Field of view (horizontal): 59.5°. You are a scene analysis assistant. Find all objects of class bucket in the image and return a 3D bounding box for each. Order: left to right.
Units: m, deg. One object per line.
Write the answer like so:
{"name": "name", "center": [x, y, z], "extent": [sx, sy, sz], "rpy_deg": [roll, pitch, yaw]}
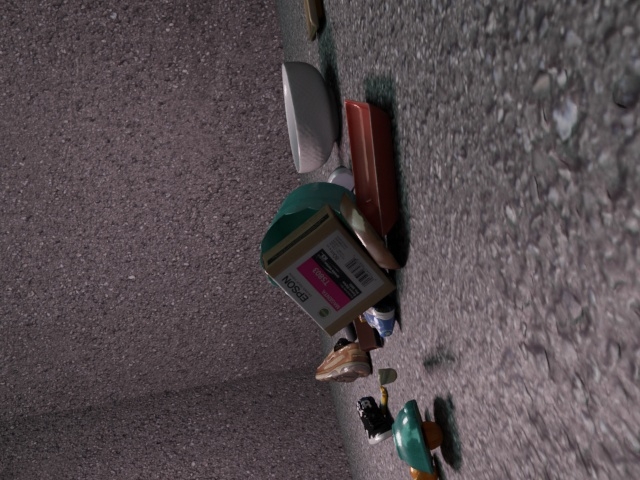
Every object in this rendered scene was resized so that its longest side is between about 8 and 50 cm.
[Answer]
{"name": "bucket", "center": [0.000, 0.000, 1.384], "extent": [0.183, 0.282, 0.280], "rpy_deg": [-79, -15, -60]}

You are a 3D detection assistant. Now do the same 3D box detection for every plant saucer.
{"name": "plant saucer", "center": [0.094, -0.013, 1.154], "extent": [0.198, 0.036, 0.198], "rpy_deg": [54, -177, -4]}
{"name": "plant saucer", "center": [0.108, -0.162, 1.165], "extent": [0.258, 0.048, 0.258], "rpy_deg": [-116, 17, -72]}

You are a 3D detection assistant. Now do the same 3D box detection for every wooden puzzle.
{"name": "wooden puzzle", "center": [-0.028, -0.738, 1.698], "extent": [0.238, 0.045, 0.220], "rpy_deg": [-102, 3, -81]}

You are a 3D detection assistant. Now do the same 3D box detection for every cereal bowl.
{"name": "cereal bowl", "center": [-0.026, -0.383, 1.722], "extent": [0.339, 0.141, 0.338], "rpy_deg": [170, 90, -85]}

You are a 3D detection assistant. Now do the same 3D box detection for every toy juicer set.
{"name": "toy juicer set", "center": [0.187, 0.358, 1.076], "extent": [0.209, 0.090, 0.328], "rpy_deg": [-49, -57, -80]}

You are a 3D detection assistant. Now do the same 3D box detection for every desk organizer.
{"name": "desk organizer", "center": [0.128, 0.240, 1.561], "extent": [0.047, 0.050, 0.130], "rpy_deg": [31, -137, -58]}

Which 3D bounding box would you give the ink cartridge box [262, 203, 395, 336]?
{"name": "ink cartridge box", "center": [0.019, 0.070, 1.241], "extent": [0.234, 0.193, 0.088], "rpy_deg": [47, -172, -23]}

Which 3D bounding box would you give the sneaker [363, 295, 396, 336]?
{"name": "sneaker", "center": [0.127, 0.164, 1.350], "extent": [0.211, 0.080, 0.081], "rpy_deg": [-118, 21, -76]}

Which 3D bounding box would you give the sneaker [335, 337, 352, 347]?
{"name": "sneaker", "center": [0.093, 0.444, 2.167], "extent": [0.286, 0.109, 0.130], "rpy_deg": [135, 134, -80]}

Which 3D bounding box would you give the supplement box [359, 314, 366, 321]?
{"name": "supplement box", "center": [0.127, 0.171, 1.510], "extent": [0.043, 0.055, 0.083], "rpy_deg": [-117, 19, -74]}

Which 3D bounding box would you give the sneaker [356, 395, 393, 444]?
{"name": "sneaker", "center": [0.147, 0.511, 1.612], "extent": [0.217, 0.079, 0.121], "rpy_deg": [107, 139, -74]}

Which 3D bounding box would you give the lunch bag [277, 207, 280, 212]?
{"name": "lunch bag", "center": [0.015, 0.016, 1.754], "extent": [0.287, 0.169, 0.235], "rpy_deg": [21, 123, 42]}

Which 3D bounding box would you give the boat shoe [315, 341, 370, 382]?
{"name": "boat shoe", "center": [0.079, 0.425, 1.949], "extent": [0.324, 0.123, 0.116], "rpy_deg": [-36, 46, 56]}

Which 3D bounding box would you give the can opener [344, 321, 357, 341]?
{"name": "can opener", "center": [0.070, 0.203, 1.665], "extent": [0.095, 0.076, 0.283], "rpy_deg": [-60, -44, -51]}

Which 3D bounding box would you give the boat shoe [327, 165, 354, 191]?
{"name": "boat shoe", "center": [0.056, -0.166, 1.612], "extent": [0.228, 0.080, 0.076], "rpy_deg": [73, -176, -69]}

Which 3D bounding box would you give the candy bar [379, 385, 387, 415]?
{"name": "candy bar", "center": [0.183, 0.478, 1.652], "extent": [0.161, 0.018, 0.040], "rpy_deg": [86, 173, -50]}
